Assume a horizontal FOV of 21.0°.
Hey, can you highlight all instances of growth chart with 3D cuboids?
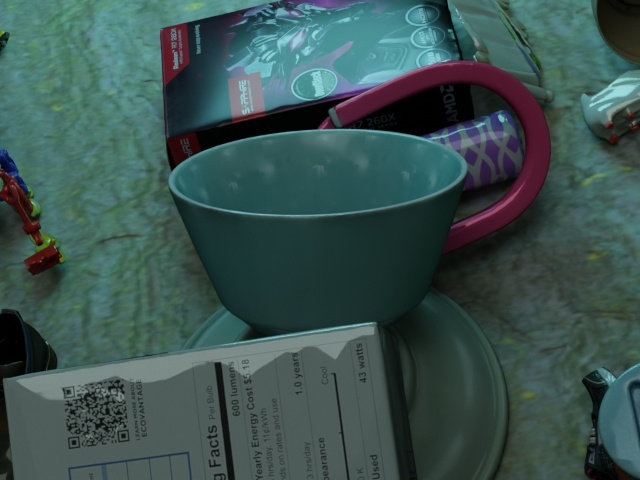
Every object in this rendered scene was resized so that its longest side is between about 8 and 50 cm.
[{"bbox_3d":[0.206,-0.261,2.113,0.021,0.172,0.237,-44,54,28],"label":"growth chart"}]

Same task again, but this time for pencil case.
[{"bbox_3d":[0.143,-0.092,2.041,0.206,0.086,0.088,-16,20,-2],"label":"pencil case"}]

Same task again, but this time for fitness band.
[{"bbox_3d":[0.120,-0.087,1.970,0.291,0.054,0.209,-24,90,1],"label":"fitness band"}]

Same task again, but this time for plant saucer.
[{"bbox_3d":[0.001,0.174,1.873,0.400,0.100,0.400,-6,54,8],"label":"plant saucer"}]

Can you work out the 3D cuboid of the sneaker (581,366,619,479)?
[{"bbox_3d":[0.304,0.213,1.800,0.077,0.072,0.178,-26,48,6],"label":"sneaker"}]

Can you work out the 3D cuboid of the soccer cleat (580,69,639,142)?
[{"bbox_3d":[0.404,-0.184,2.059,0.196,0.068,0.076,-22,51,0],"label":"soccer cleat"}]

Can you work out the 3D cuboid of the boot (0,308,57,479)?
[{"bbox_3d":[-0.355,0.184,1.939,0.082,0.106,0.219,-4,54,10],"label":"boot"}]

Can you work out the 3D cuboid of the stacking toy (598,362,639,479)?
[{"bbox_3d":[0.438,0.177,1.654,0.309,0.130,0.279,36,78,32],"label":"stacking toy"}]

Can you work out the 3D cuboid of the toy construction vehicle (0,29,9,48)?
[{"bbox_3d":[-0.476,-0.252,2.324,0.086,0.035,0.098,26,66,15],"label":"toy construction vehicle"}]

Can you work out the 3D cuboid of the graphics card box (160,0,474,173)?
[{"bbox_3d":[-0.011,-0.203,2.126,0.371,0.094,0.233,-11,42,4],"label":"graphics card box"}]

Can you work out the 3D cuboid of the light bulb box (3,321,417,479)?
[{"bbox_3d":[-0.086,0.281,1.662,0.361,0.225,0.358,-8,81,6],"label":"light bulb box"}]

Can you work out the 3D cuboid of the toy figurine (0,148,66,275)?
[{"bbox_3d":[-0.485,-0.069,2.106,0.217,0.191,0.362,-30,53,-4],"label":"toy figurine"}]

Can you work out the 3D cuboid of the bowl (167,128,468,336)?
[{"bbox_3d":[0.000,0.000,1.821,0.311,0.163,0.311,-2,20,1],"label":"bowl"}]

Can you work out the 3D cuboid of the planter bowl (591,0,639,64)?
[{"bbox_3d":[0.399,-0.305,2.102,0.162,0.162,0.109,-16,27,1],"label":"planter bowl"}]
